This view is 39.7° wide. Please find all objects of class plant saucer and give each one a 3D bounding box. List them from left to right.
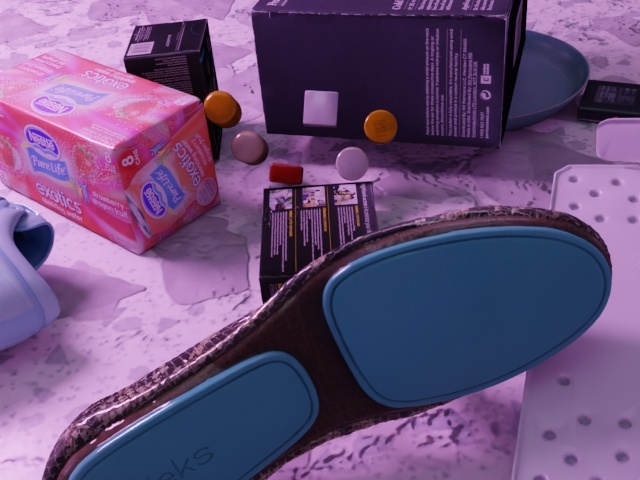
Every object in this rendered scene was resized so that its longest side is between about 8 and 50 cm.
[{"bbox_3d":[0.229,-0.235,1.302,0.317,0.044,0.317,-3,36,2],"label":"plant saucer"}]

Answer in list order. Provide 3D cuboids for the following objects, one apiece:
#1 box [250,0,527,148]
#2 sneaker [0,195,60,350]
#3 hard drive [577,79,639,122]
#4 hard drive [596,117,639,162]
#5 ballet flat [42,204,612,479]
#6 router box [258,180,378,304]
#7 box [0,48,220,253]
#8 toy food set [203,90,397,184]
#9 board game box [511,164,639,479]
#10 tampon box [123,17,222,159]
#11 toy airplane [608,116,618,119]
[{"bbox_3d":[0.113,-0.291,1.206,0.312,0.179,0.343,7,37,15],"label":"box"},{"bbox_3d":[-0.383,-0.001,1.001,0.150,0.135,0.366,-13,44,-24],"label":"sneaker"},{"bbox_3d":[0.432,-0.189,1.224,0.135,0.022,0.094,10,38,21],"label":"hard drive"},{"bbox_3d":[0.497,-0.106,0.924,0.353,0.047,0.233,-6,9,-33],"label":"hard drive"},{"bbox_3d":[-0.005,0.089,0.743,0.483,0.164,0.182,-27,17,-5],"label":"ballet flat"},{"bbox_3d":[0.000,0.000,1.000,0.133,0.046,0.179,-4,35,2],"label":"router box"},{"bbox_3d":[-0.286,-0.123,1.122,0.300,0.154,0.142,24,45,34],"label":"box"},{"bbox_3d":[-0.024,-0.124,1.099,0.232,0.111,0.104,3,2,2],"label":"toy food set"},{"bbox_3d":[0.378,0.080,0.735,0.390,0.050,0.390,3,45,19],"label":"board game box"},{"bbox_3d":[-0.196,-0.203,1.213,0.101,0.161,0.120,-5,34,1],"label":"tampon box"},{"bbox_3d":[0.436,-0.140,1.143,0.151,0.028,0.151,-3,54,4],"label":"toy airplane"}]
